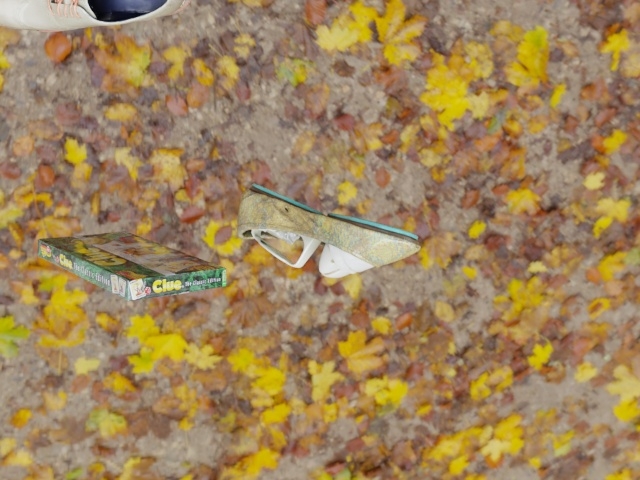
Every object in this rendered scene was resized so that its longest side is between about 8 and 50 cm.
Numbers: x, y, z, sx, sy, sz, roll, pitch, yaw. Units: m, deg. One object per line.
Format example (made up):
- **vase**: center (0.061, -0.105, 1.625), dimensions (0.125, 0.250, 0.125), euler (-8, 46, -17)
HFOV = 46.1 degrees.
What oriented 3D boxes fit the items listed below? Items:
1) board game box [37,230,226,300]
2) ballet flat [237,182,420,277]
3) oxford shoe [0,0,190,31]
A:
- **board game box**: center (-0.252, 0.028, 0.980), dimensions (0.136, 0.260, 0.030), euler (-10, 107, -41)
- **ballet flat**: center (0.000, 0.000, 1.248), dimensions (0.123, 0.349, 0.123), euler (-33, 133, -46)
- **oxford shoe**: center (-0.436, -0.445, 1.343), dimensions (0.397, 0.146, 0.140), euler (-7, 114, 6)
